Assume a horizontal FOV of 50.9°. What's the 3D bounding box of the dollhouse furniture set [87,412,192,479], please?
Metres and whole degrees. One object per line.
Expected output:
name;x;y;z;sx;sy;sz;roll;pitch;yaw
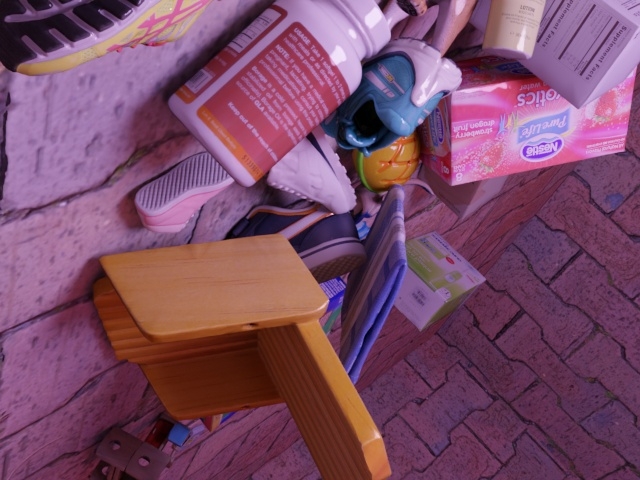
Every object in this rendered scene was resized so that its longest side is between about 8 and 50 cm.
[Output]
dollhouse furniture set;-0.347;0.401;1.328;0.184;0.129;0.129;-60;178;-47

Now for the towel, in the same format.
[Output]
towel;0.078;0.053;0.965;0.285;0.034;0.209;-79;-169;-65

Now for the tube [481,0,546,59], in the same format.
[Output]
tube;0.247;-0.341;0.799;0.070;0.062;0.240;2;102;-55

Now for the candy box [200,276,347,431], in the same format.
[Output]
candy box;-0.115;0.197;1.315;0.317;0.122;0.268;-32;159;-29

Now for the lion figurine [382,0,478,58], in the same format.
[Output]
lion figurine;0.140;-0.321;0.744;0.240;0.142;0.392;-51;177;-6

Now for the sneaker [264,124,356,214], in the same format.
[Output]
sneaker;-0.029;-0.098;0.871;0.095;0.090;0.235;-40;140;-1

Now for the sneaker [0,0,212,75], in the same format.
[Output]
sneaker;-0.142;-0.175;0.512;0.208;0.081;0.094;-37;163;-20

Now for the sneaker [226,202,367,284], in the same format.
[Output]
sneaker;-0.092;0.030;1.027;0.321;0.127;0.126;-23;160;13

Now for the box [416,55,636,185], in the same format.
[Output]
box;0.309;-0.201;1.043;0.300;0.142;0.154;-11;120;-11

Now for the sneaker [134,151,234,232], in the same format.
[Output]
sneaker;-0.156;-0.054;0.796;0.134;0.051;0.070;-31;160;-25

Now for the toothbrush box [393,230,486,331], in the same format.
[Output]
toothbrush box;0.292;0.102;1.824;0.283;0.206;0.122;-13;144;-55

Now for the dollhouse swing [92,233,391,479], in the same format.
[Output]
dollhouse swing;-0.113;0.214;0.892;0.315;0.305;0.347;-8;152;-12

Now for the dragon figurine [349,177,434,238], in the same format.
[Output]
dragon figurine;0.053;-0.050;1.152;0.289;0.085;0.144;-22;164;-38

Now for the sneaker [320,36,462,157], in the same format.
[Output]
sneaker;0.047;-0.154;0.778;0.110;0.107;0.275;-57;-163;-10

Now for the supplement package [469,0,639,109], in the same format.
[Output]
supplement package;0.319;-0.317;0.901;0.139;0.244;0.134;-30;157;-34

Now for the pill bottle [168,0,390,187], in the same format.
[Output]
pill bottle;-0.037;-0.166;0.683;0.216;0.121;0.121;-42;162;-2

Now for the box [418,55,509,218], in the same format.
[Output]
box;0.307;-0.192;1.312;0.121;0.148;0.311;-35;159;-20

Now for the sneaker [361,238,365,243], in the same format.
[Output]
sneaker;0.129;0.010;1.529;0.077;0.072;0.178;-56;170;-1

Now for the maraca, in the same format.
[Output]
maraca;0.099;-0.152;1.046;0.127;0.099;0.186;-47;142;-21

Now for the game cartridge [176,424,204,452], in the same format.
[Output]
game cartridge;-0.330;0.502;1.707;0.083;0.017;0.056;-49;165;18
